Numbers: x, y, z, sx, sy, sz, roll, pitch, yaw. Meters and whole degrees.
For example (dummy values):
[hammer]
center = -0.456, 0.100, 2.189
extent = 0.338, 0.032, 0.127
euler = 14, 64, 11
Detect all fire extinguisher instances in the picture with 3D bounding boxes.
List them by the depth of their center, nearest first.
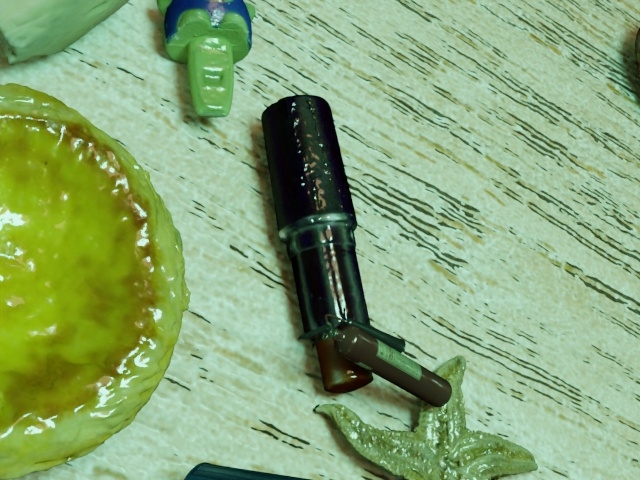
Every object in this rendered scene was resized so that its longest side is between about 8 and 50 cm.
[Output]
[fire extinguisher]
center = 0.057, 0.103, 0.838
extent = 0.173, 0.035, 0.049
euler = 33, 64, -34

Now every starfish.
[starfish]
center = 0.122, 0.219, 0.886
extent = 0.277, 0.062, 0.235
euler = 38, 50, -3

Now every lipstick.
[lipstick]
center = 0.000, 0.000, 0.896
extent = 0.081, 0.081, 0.299
euler = -1, 71, -29

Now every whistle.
[whistle]
center = -0.117, -0.230, 0.937
extent = 0.105, 0.085, 0.227
euler = 2, 67, -17

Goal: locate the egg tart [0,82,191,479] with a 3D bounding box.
[egg tart]
center = -0.257, 0.031, 0.718
extent = 0.319, 0.128, 0.318
euler = 12, 63, -26

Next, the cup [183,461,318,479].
[cup]
center = -0.030, 0.240, 0.723
extent = 0.138, 0.150, 0.113
euler = 3, 82, 17

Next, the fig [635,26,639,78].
[fig]
center = 0.544, -0.254, 1.248
extent = 0.231, 0.143, 0.160
euler = -4, 61, 1

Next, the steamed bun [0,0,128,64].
[steamed bun]
center = -0.275, -0.287, 0.851
extent = 0.200, 0.170, 0.225
euler = -24, 97, -3
